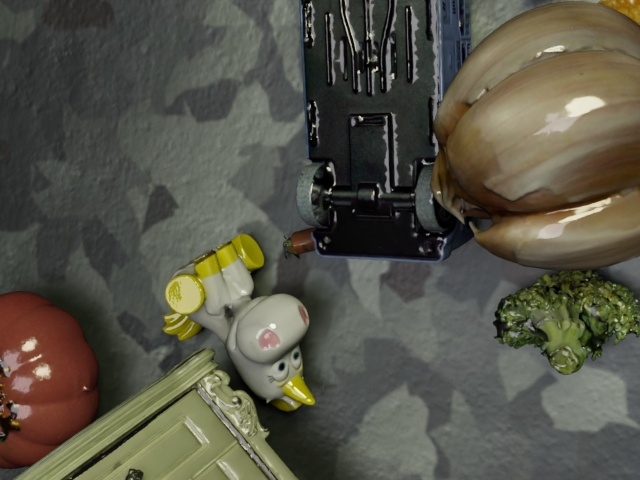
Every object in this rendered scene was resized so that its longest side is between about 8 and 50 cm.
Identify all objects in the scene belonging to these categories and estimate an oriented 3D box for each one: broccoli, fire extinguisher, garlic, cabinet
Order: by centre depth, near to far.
[{"bbox_3d":[0.169,-0.089,0.688,0.191,0.214,0.160,-4,135,6],"label":"garlic"},{"bbox_3d":[0.193,0.065,0.792,0.097,0.092,0.095,28,129,2],"label":"broccoli"},{"bbox_3d":[-0.128,0.317,0.832,0.318,0.290,0.227,49,133,8],"label":"cabinet"},{"bbox_3d":[0.000,0.000,0.904,0.083,0.022,0.028,-14,122,25],"label":"fire extinguisher"}]

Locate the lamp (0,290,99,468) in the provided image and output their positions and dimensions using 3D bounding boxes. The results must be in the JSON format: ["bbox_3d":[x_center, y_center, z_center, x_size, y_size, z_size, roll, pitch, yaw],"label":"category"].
[{"bbox_3d":[-0.308,0.142,0.995,0.182,0.140,0.182,6,103,26],"label":"lamp"}]

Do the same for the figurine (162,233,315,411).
[{"bbox_3d":[-0.065,0.082,0.916,0.178,0.109,0.129,39,136,14],"label":"figurine"}]

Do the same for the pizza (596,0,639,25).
[{"bbox_3d":[0.288,-0.184,0.733,0.199,0.062,0.188,-5,110,33],"label":"pizza"}]

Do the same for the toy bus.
[{"bbox_3d":[0.058,-0.135,0.799,0.126,0.133,0.292,2,101,29],"label":"toy bus"}]
